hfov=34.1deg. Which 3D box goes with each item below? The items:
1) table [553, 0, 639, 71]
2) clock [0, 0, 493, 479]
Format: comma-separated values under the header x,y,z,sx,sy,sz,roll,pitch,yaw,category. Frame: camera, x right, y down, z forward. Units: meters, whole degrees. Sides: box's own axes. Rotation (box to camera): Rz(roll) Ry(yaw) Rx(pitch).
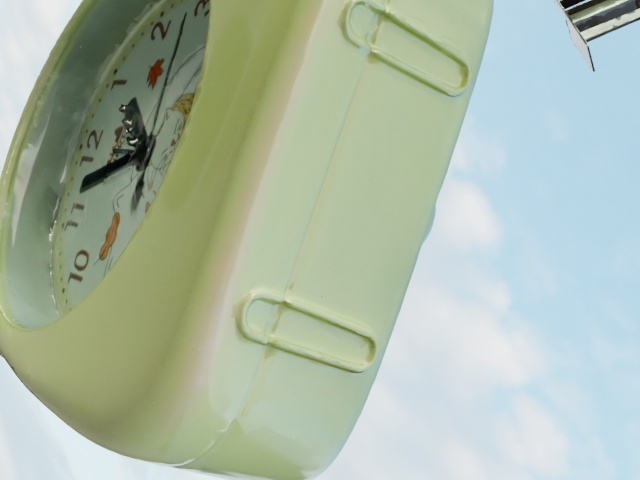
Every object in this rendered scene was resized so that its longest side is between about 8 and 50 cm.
x,y,z,sx,sy,sz,roll,pitch,yaw,category
0.470,-0.368,1.680,0.175,0.146,0.062,-104,170,-47,table
-0.078,-0.043,0.583,0.348,0.117,0.286,12,-98,56,clock
